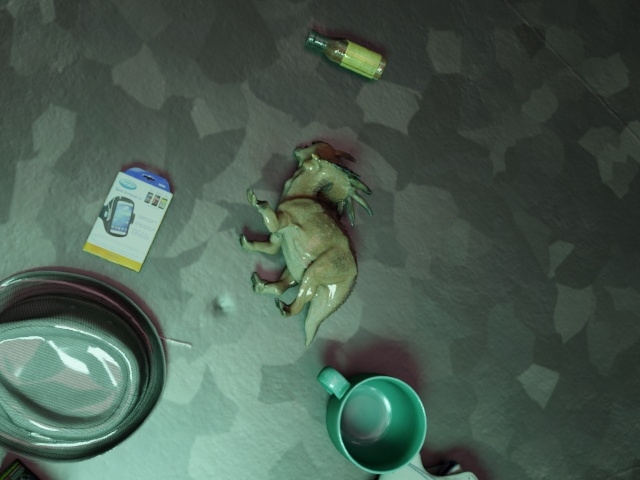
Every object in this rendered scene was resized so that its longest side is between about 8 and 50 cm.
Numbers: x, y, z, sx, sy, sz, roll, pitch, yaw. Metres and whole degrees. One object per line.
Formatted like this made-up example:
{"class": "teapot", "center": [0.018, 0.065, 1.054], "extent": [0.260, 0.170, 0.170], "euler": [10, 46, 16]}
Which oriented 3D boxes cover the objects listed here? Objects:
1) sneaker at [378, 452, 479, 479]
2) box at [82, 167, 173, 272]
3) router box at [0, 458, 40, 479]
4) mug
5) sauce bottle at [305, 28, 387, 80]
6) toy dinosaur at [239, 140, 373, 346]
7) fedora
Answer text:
{"class": "sneaker", "center": [0.212, 0.401, 0.901], "extent": [0.297, 0.111, 0.129], "euler": [31, 71, -10]}
{"class": "box", "center": [-0.265, -0.032, 0.873], "extent": [0.081, 0.028, 0.136], "euler": [24, 76, -10]}
{"class": "router box", "center": [-0.366, 0.325, 0.753], "extent": [0.038, 0.122, 0.092], "euler": [-45, 95, -9]}
{"class": "mug", "center": [0.069, 0.241, 0.886], "extent": [0.129, 0.097, 0.157], "euler": [-14, 86, -15]}
{"class": "sauce bottle", "center": [0.040, -0.293, 0.973], "extent": [0.128, 0.042, 0.042], "euler": [22, 78, -12]}
{"class": "toy dinosaur", "center": [0.000, 0.000, 0.891], "extent": [0.200, 0.127, 0.295], "euler": [-17, 93, -22]}
{"class": "fedora", "center": [-0.333, 0.160, 0.781], "extent": [0.275, 0.124, 0.243], "euler": [30, 77, -9]}
